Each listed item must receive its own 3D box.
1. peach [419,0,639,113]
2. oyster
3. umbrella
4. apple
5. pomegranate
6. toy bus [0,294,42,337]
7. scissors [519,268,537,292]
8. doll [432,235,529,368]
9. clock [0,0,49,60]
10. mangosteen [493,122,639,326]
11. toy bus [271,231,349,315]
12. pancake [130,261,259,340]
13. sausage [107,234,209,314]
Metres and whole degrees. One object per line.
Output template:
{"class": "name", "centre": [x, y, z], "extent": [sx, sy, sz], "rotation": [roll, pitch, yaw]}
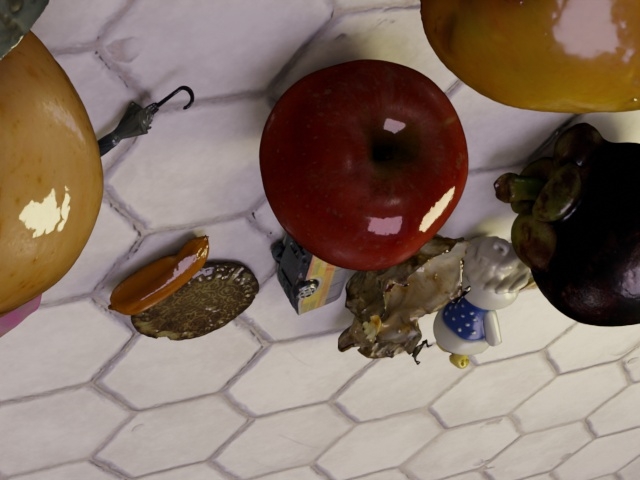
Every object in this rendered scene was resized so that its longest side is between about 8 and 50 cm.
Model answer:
{"class": "peach", "centre": [0.282, -0.286, 1.432], "extent": [0.373, 0.290, 0.372], "rotation": [5, 173, 1]}
{"class": "oyster", "centre": [0.125, 0.097, 2.056], "extent": [0.198, 0.133, 0.337], "rotation": [-12, 149, -20]}
{"class": "umbrella", "centre": [-0.259, -0.124, 1.593], "extent": [0.269, 0.044, 0.044], "rotation": [-27, 175, 24]}
{"class": "apple", "centre": [0.054, -0.090, 1.624], "extent": [0.260, 0.260, 0.216], "rotation": [-11, 170, -18]}
{"class": "pomegranate", "centre": [-0.403, -0.050, 1.260], "extent": [0.411, 0.411, 0.411], "rotation": [-16, 147, -11]}
{"class": "toy bus", "centre": [-0.464, 0.026, 1.588], "extent": [0.147, 0.127, 0.303], "rotation": [-34, 146, 12]}
{"class": "scissors", "centre": [0.390, 0.017, 2.199], "extent": [0.317, 0.024, 0.160], "rotation": [-33, 145, 16]}
{"class": "doll", "centre": [0.256, 0.097, 2.136], "extent": [0.119, 0.138, 0.293], "rotation": [-27, 149, -33]}
{"class": "clock", "centre": [-0.377, -0.229, 1.093], "extent": [0.319, 0.319, 0.066], "rotation": [-21, 144, -2]}
{"class": "mangosteen", "centre": [0.437, -0.030, 1.951], "extent": [0.297, 0.313, 0.297], "rotation": [-22, -175, 2]}
{"class": "toy bus", "centre": [0.000, 0.000, 1.879], "extent": [0.106, 0.092, 0.268], "rotation": [-18, 149, -24]}
{"class": "pancake", "centre": [-0.187, 0.093, 1.960], "extent": [0.199, 0.021, 0.199], "rotation": [-16, 148, -11]}
{"class": "sausage", "centre": [-0.224, 0.053, 1.848], "extent": [0.183, 0.054, 0.062], "rotation": [-32, 175, 10]}
